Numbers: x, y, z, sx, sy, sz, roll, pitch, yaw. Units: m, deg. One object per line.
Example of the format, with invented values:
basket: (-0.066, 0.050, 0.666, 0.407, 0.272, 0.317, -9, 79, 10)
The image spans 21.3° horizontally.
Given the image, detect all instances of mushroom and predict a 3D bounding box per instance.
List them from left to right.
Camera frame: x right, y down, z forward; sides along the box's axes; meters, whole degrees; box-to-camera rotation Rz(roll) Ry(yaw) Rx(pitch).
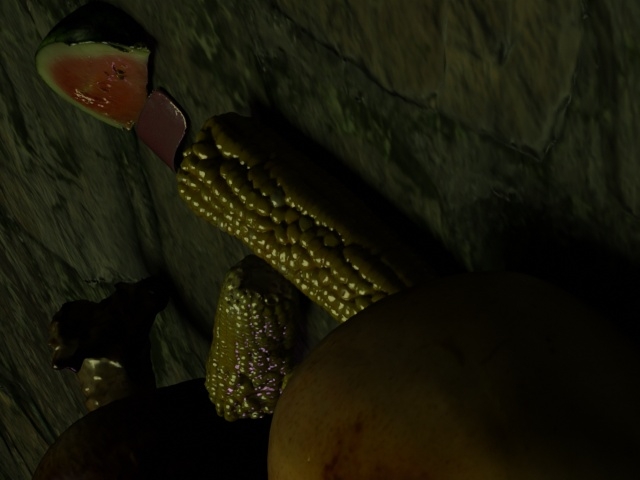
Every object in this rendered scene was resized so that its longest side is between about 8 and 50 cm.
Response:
mushroom: (-0.212, 0.273, 1.971, 0.356, 0.331, 0.334, 26, 127, 27)

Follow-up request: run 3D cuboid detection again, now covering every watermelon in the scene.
watermelon: (-0.219, -0.167, 1.676, 0.119, 0.063, 0.245, 38, 159, -1)

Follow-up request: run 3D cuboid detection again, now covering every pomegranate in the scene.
pomegranate: (0.115, 0.159, 1.196, 0.319, 0.319, 0.319, 43, 159, 22)

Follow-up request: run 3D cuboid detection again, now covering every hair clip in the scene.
hair clip: (-0.157, -0.104, 1.688, 0.054, 0.022, 0.137, 46, 159, 8)

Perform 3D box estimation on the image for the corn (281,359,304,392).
corn: (0.037, 0.178, 1.690, 0.206, 0.067, 0.067, 31, 152, 40)

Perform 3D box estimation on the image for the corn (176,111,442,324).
corn: (0.001, -0.004, 1.417, 0.313, 0.102, 0.102, 36, 155, 28)

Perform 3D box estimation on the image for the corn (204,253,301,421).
corn: (-0.070, 0.104, 1.757, 0.097, 0.097, 0.320, 46, 158, 16)
